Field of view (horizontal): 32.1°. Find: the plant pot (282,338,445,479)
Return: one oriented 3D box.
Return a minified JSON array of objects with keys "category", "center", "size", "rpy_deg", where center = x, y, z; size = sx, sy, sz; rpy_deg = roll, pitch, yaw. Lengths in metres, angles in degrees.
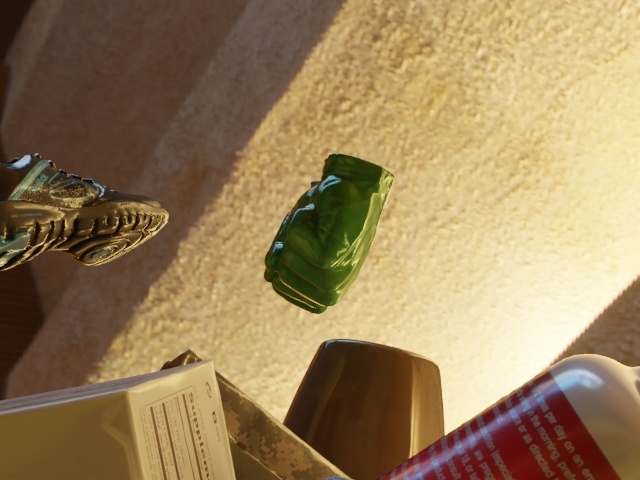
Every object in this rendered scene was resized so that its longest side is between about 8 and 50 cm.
[{"category":"plant pot","center":[0.052,0.245,1.317],"size":[0.263,0.263,0.229],"rpy_deg":[-7,-115,54]}]

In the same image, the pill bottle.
[{"category":"pill bottle","center":[0.169,0.231,0.823],"size":[0.408,0.229,0.229],"rpy_deg":[-35,-134,7]}]

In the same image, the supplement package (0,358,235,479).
[{"category":"supplement package","center":[-0.169,0.181,0.502],"size":[0.262,0.145,0.204],"rpy_deg":[-11,-92,8]}]

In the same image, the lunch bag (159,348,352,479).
[{"category":"lunch bag","center":[-0.136,0.285,1.043],"size":[0.287,0.235,0.169],"rpy_deg":[-52,-174,-20]}]

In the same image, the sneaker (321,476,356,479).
[{"category":"sneaker","center":[0.062,0.169,0.484],"size":[0.188,0.067,0.078],"rpy_deg":[19,-97,36]}]

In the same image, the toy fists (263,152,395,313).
[{"category":"toy fists","center":[0.000,0.000,1.181],"size":[0.279,0.096,0.142],"rpy_deg":[135,-25,-80]}]

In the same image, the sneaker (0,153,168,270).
[{"category":"sneaker","center":[-0.320,-0.050,1.392],"size":[0.125,0.341,0.139],"rpy_deg":[-36,-107,23]}]
